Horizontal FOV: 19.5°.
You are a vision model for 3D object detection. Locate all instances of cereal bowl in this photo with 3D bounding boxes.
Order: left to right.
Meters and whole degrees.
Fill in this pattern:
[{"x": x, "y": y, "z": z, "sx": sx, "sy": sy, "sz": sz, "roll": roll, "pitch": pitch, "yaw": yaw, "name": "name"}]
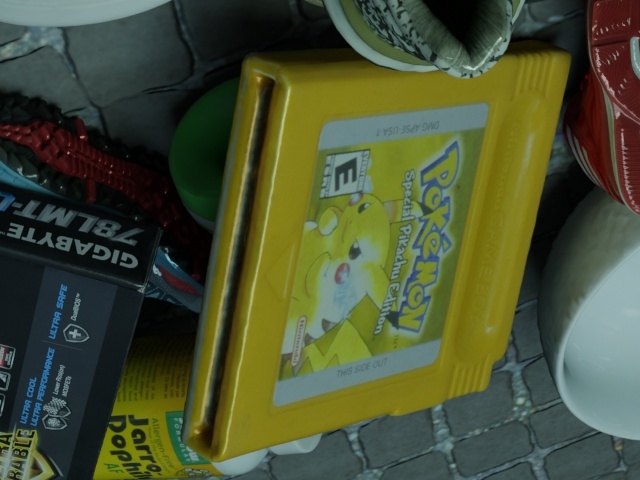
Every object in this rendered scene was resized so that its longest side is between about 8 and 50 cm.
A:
[{"x": 0.334, "y": 0.014, "z": 1.584, "sx": 0.339, "sy": 0.141, "sz": 0.339, "roll": -12, "pitch": 139, "yaw": -11, "name": "cereal bowl"}]

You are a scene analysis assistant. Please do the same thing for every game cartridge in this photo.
[{"x": 0.049, "y": -0.001, "z": 1.347, "sx": 0.324, "sy": 0.053, "sz": 0.285, "roll": -9, "pitch": 116, "yaw": -45, "name": "game cartridge"}]

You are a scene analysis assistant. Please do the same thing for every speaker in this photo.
[{"x": 0.000, "y": 0.000, "z": 1.435, "sx": 0.131, "sy": 0.131, "sz": 0.296, "roll": -29, "pitch": 140, "yaw": 9, "name": "speaker"}]

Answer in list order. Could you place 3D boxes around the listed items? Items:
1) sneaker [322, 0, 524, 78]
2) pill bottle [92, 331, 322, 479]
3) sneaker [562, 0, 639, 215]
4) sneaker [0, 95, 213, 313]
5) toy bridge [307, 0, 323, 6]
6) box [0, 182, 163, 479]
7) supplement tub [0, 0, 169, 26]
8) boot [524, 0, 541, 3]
[{"x": 0.052, "y": -0.268, "z": 1.000, "sx": 0.158, "sy": 0.182, "sz": 0.410, "roll": -17, "pitch": 112, "yaw": -4, "name": "sneaker"}, {"x": -0.107, "y": 0.132, "z": 1.490, "sx": 0.208, "sy": 0.117, "sz": 0.117, "roll": -5, "pitch": 145, "yaw": 22, "name": "pill bottle"}, {"x": 0.215, "y": -0.133, "z": 1.415, "sx": 0.087, "sy": 0.128, "sz": 0.221, "roll": -7, "pitch": 102, "yaw": -19, "name": "sneaker"}, {"x": -0.177, "y": -0.012, "z": 1.388, "sx": 0.125, "sy": 0.104, "sz": 0.262, "roll": -34, "pitch": 131, "yaw": 30, "name": "sneaker"}, {"x": 0.008, "y": -0.194, "z": 1.299, "sx": 0.188, "sy": 0.026, "sz": 0.063, "roll": 24, "pitch": 125, "yaw": -41, "name": "toy bridge"}, {"x": -0.287, "y": 0.070, "z": 1.347, "sx": 0.293, "sy": 0.073, "sz": 0.295, "roll": 15, "pitch": 134, "yaw": -6, "name": "box"}, {"x": -0.142, "y": -0.295, "z": 0.942, "sx": 0.235, "sy": 0.235, "sz": 0.325, "roll": -13, "pitch": 145, "yaw": -9, "name": "supplement tub"}, {"x": 0.106, "y": -0.233, "z": 1.237, "sx": 0.338, "sy": 0.118, "sz": 0.222, "roll": -15, "pitch": 145, "yaw": 0, "name": "boot"}]
